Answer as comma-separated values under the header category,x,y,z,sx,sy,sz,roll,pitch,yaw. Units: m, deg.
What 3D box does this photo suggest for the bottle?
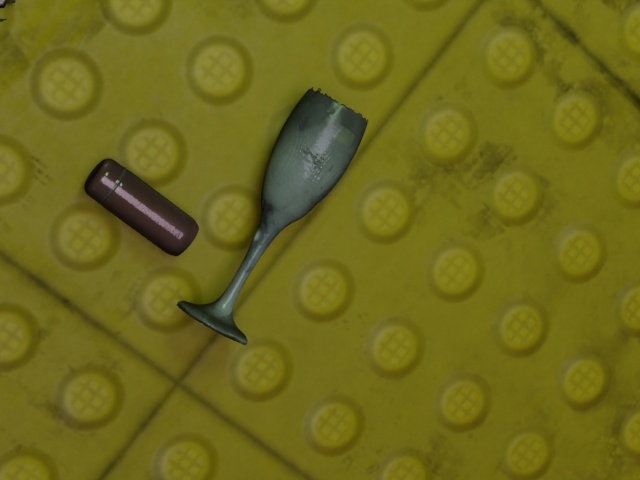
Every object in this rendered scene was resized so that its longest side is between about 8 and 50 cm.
category,x,y,z,sx,sy,sz,roll,pitch,yaw
bottle,-0.211,-0.039,1.423,0.140,0.053,0.053,38,88,-20

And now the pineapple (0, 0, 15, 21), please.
category,x,y,z,sx,sy,sz,roll,pitch,yaw
pineapple,-0.426,-0.322,1.316,0.221,0.047,0.221,-3,98,-19

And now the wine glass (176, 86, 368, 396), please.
category,x,y,z,sx,sy,sz,roll,pitch,yaw
wine glass,0.000,0.000,1.393,0.096,0.264,0.309,31,90,-47
